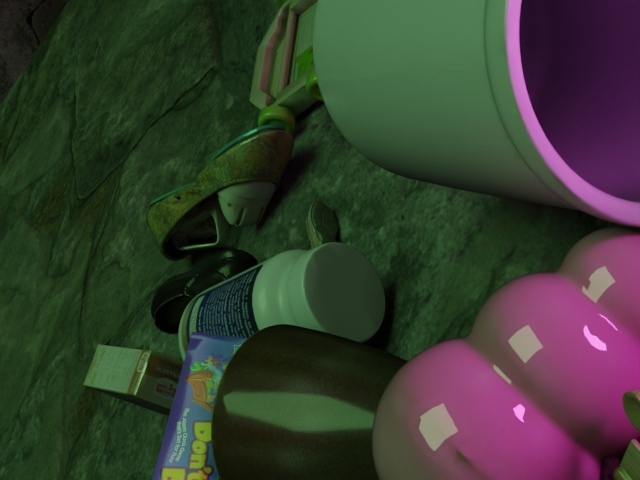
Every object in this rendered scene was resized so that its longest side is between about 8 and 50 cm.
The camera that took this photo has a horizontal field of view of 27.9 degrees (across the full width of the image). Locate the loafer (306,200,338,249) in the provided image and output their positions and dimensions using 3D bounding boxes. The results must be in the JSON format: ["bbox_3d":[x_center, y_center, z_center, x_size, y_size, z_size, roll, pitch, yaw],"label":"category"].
[{"bbox_3d":[0.000,0.000,1.710,0.039,0.045,0.125,-54,32,32],"label":"loafer"}]

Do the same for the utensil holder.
[{"bbox_3d":[0.209,-0.194,1.237,0.385,0.328,0.327,15,81,64],"label":"utensil holder"}]

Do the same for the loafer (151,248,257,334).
[{"bbox_3d":[-0.179,0.088,1.892,0.220,0.080,0.078,-37,38,40],"label":"loafer"}]

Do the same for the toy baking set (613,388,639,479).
[{"bbox_3d":[0.292,0.206,0.957,0.030,0.196,0.256,-23,27,-18],"label":"toy baking set"}]

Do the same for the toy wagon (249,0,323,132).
[{"bbox_3d":[0.011,-0.314,1.916,0.344,0.068,0.267,-30,44,45],"label":"toy wagon"}]

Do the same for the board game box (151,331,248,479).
[{"bbox_3d":[-0.113,0.308,1.454,0.078,0.233,0.347,5,67,20],"label":"board game box"}]

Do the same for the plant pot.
[{"bbox_3d":[0.042,0.197,1.344,0.230,0.215,0.215,-2,65,41],"label":"plant pot"}]

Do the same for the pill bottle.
[{"bbox_3d":[-0.049,0.098,1.595,0.265,0.153,0.153,-27,46,49],"label":"pill bottle"}]

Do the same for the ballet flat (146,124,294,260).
[{"bbox_3d":[-0.145,-0.058,1.941,0.349,0.123,0.123,-29,44,46],"label":"ballet flat"}]

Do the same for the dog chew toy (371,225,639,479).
[{"bbox_3d":[0.200,0.123,1.132,0.332,0.207,0.206,-48,31,6],"label":"dog chew toy"}]

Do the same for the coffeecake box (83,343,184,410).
[{"bbox_3d":[-0.228,0.203,1.817,0.185,0.142,0.068,-2,66,58],"label":"coffeecake box"}]
